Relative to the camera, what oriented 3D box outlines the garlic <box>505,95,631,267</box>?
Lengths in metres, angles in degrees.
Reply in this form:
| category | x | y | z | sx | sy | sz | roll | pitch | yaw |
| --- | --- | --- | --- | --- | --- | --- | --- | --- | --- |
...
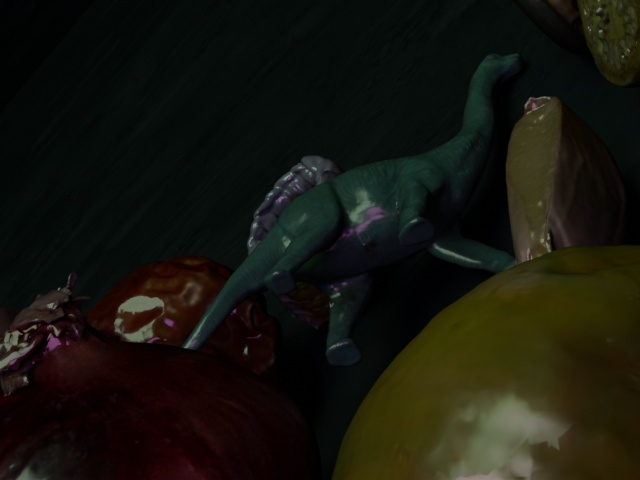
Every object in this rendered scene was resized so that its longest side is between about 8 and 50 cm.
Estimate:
| category | x | y | z | sx | sy | sz | roll | pitch | yaw |
| --- | --- | --- | --- | --- | --- | --- | --- | --- | --- |
| garlic | 0.195 | -0.019 | 1.012 | 0.087 | 0.101 | 0.196 | -27 | 38 | 36 |

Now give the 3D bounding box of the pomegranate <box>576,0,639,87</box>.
| category | x | y | z | sx | sy | sz | roll | pitch | yaw |
| --- | --- | --- | --- | --- | --- | --- | --- | --- | --- |
| pomegranate | 0.300 | -0.204 | 0.990 | 0.159 | 0.190 | 0.241 | -11 | 36 | -2 |

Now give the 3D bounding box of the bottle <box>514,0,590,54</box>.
| category | x | y | z | sx | sy | sz | roll | pitch | yaw |
| --- | --- | --- | --- | --- | --- | --- | --- | --- | --- |
| bottle | 0.290 | -0.303 | 1.153 | 0.271 | 0.143 | 0.156 | -42 | 17 | 22 |

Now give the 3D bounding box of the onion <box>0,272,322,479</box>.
| category | x | y | z | sx | sy | sz | roll | pitch | yaw |
| --- | --- | --- | --- | --- | --- | --- | --- | --- | --- |
| onion | -0.180 | 0.172 | 0.975 | 0.347 | 0.286 | 0.347 | -17 | 5 | 2 |

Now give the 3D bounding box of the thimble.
| category | x | y | z | sx | sy | sz | roll | pitch | yaw |
| --- | --- | --- | --- | --- | --- | --- | --- | --- | --- |
| thimble | -0.001 | -0.001 | 1.299 | 0.127 | 0.118 | 0.151 | -31 | 34 | 34 |

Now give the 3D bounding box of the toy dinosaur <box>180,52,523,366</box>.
| category | x | y | z | sx | sy | sz | roll | pitch | yaw |
| --- | --- | --- | --- | --- | --- | --- | --- | --- | --- |
| toy dinosaur | 0.038 | -0.043 | 1.208 | 0.383 | 0.129 | 0.331 | -18 | 34 | 7 |

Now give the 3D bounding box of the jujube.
| category | x | y | z | sx | sy | sz | roll | pitch | yaw |
| --- | --- | --- | --- | --- | --- | --- | --- | --- | --- |
| jujube | -0.168 | 0.138 | 1.324 | 0.342 | 0.216 | 0.216 | -36 | 28 | 62 |

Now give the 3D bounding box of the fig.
| category | x | y | z | sx | sy | sz | roll | pitch | yaw |
| --- | --- | --- | --- | --- | --- | --- | --- | --- | --- |
| fig | 0.147 | 0.171 | 0.634 | 0.343 | 0.343 | 0.343 | -39 | 30 | 27 |

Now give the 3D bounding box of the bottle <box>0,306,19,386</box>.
| category | x | y | z | sx | sy | sz | roll | pitch | yaw |
| --- | --- | --- | --- | --- | --- | --- | --- | --- | --- |
| bottle | -0.534 | 0.209 | 1.923 | 0.253 | 0.120 | 0.120 | -48 | 27 | 14 |
